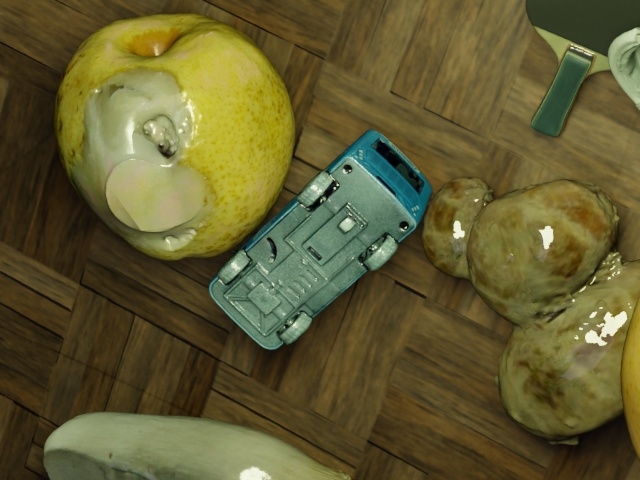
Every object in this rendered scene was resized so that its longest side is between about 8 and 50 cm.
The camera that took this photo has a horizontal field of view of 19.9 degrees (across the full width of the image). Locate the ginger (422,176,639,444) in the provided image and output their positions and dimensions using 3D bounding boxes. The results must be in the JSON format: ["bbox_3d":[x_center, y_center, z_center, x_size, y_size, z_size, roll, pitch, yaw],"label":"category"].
[{"bbox_3d":[0.240,0.048,1.867,0.244,0.155,0.304,-35,83,37],"label":"ginger"}]

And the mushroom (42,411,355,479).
[{"bbox_3d":[-0.125,0.289,2.130,0.397,0.126,0.177,1,118,24],"label":"mushroom"}]

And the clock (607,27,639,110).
[{"bbox_3d":[0.385,-0.142,1.713,0.236,0.236,0.053,29,77,13],"label":"clock"}]

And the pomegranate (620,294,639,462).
[{"bbox_3d":[0.478,0.105,1.629,0.416,0.416,0.416,8,111,22],"label":"pomegranate"}]

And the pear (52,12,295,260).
[{"bbox_3d":[-0.155,-0.110,1.947,0.271,0.271,0.271,8,111,22],"label":"pear"}]

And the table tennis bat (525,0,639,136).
[{"bbox_3d":[0.265,-0.206,1.779,0.154,0.021,0.274,24,134,4],"label":"table tennis bat"}]

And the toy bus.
[{"bbox_3d":[0.000,0.000,1.955,0.113,0.134,0.246,44,120,-6],"label":"toy bus"}]
